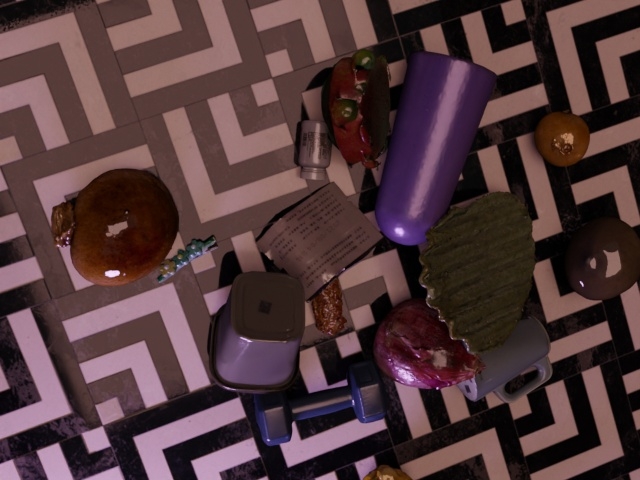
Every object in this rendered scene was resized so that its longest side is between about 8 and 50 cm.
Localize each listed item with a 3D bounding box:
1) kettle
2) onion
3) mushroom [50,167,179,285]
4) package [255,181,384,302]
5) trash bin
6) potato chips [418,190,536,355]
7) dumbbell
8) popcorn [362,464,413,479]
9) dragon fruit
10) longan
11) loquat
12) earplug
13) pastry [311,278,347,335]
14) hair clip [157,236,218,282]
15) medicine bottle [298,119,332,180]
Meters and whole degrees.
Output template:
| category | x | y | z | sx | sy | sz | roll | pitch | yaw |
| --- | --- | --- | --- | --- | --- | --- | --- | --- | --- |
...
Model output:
| category | x | y | z | sx | sy | sz | roll | pitch | yaw |
| --- | --- | --- | --- | --- | --- | --- | --- | --- | --- |
| kettle | 0.470 | 0.314 | 1.950 | 0.243 | 0.160 | 0.211 | -22 | 91 | -12 |
| onion | 0.265 | 0.248 | 1.844 | 0.283 | 0.120 | 0.227 | 18 | 73 | 28 |
| mushroom | -0.464 | -0.027 | 1.721 | 0.283 | 0.195 | 0.263 | -4 | 103 | -10 |
| package | 0.000 | 0.000 | 1.845 | 0.251 | 0.062 | 0.204 | -40 | 82 | -7 |
| trash bin | -0.138 | 0.207 | 1.758 | 0.219 | 0.250 | 0.219 | 3 | 59 | -11 |
| potato chips | 0.407 | 0.074 | 1.860 | 0.429 | 0.070 | 0.359 | -22 | 99 | -38 |
| dumbbell | 0.000 | 0.401 | 1.881 | 0.324 | 0.144 | 0.160 | -12 | 97 | -9 |
| popcorn | 0.178 | 0.698 | 1.926 | 0.191 | 0.190 | 0.254 | -32 | 105 | 2 |
| dragon fruit | 0.088 | -0.310 | 1.769 | 0.130 | 0.268 | 0.295 | 8 | 130 | 23 |
| longan | 0.724 | 0.049 | 1.947 | 0.196 | 0.196 | 0.220 | 21 | 85 | -12 |
| loquat | 0.608 | -0.258 | 1.920 | 0.141 | 0.141 | 0.141 | -1 | 97 | -10 |
| earplug | 0.254 | -0.210 | 1.829 | 0.215 | 0.215 | 0.456 | 15 | 97 | -12 |
| pastry | 0.021 | 0.161 | 1.896 | 0.087 | 0.063 | 0.169 | -12 | 98 | -11 |
| hair clip | -0.326 | 0.040 | 1.834 | 0.173 | 0.049 | 0.049 | -33 | 101 | -4 |
| medicine bottle | -0.012 | -0.217 | 1.837 | 0.079 | 0.079 | 0.140 | 4 | 97 | -11 |
